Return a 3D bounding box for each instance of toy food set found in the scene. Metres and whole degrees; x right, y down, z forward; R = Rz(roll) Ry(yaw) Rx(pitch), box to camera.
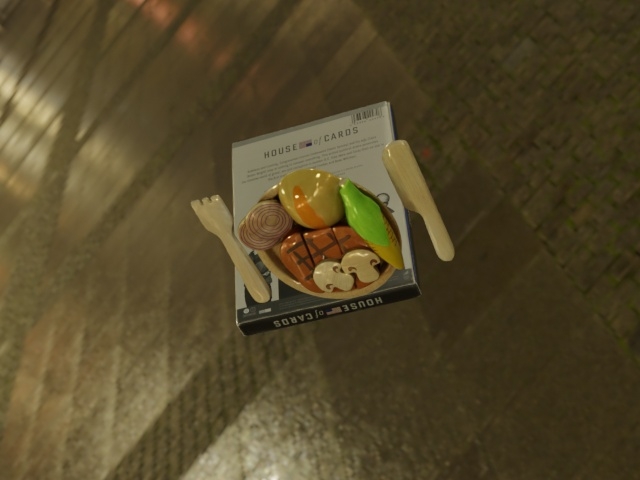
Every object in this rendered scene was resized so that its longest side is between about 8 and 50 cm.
[{"bbox_3d":[0.000,0.000,0.935,0.192,0.132,0.039,-15,32,25],"label":"toy food set"}]

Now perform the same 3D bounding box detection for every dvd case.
[{"bbox_3d":[-0.001,-0.026,1.186,0.179,0.030,0.239,-14,50,11],"label":"dvd case"}]
